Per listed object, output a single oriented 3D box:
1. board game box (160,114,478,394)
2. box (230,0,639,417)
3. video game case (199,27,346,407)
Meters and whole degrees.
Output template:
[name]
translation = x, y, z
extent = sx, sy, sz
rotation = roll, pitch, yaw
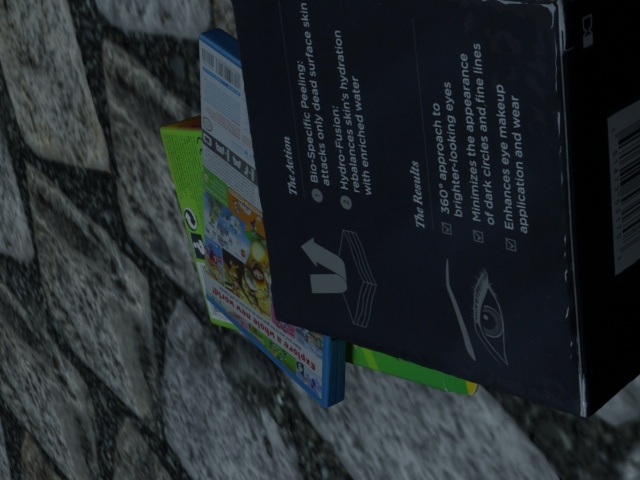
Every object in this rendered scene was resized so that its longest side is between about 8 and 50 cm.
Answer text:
[board game box]
translation = 0.000, 0.000, 0.806
extent = 0.259, 0.039, 0.124
rotation = 12, 119, 60
[box]
translation = 0.057, -0.037, 0.593
extent = 0.158, 0.093, 0.156
rotation = 15, 122, 40
[video game case]
translation = -0.024, -0.011, 0.792
extent = 0.119, 0.015, 0.166
rotation = 39, 138, 42
